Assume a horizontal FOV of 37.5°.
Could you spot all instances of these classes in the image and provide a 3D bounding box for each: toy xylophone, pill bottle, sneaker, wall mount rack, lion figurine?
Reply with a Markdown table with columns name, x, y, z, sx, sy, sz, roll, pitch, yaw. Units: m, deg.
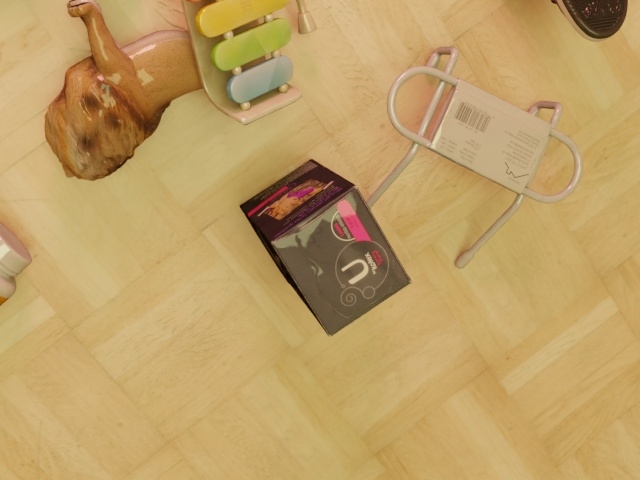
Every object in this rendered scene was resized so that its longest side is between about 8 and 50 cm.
| name | x | y | z | sx | sy | sz | roll | pitch | yaw |
| --- | --- | --- | --- | --- | --- | --- | --- | --- | --- |
| toy xylophone | -0.095 | -0.334 | 1.275 | 0.236 | 0.081 | 0.323 | -39 | 128 | -29 |
| pill bottle | -0.519 | 0.071 | 1.340 | 0.215 | 0.117 | 0.117 | -41 | 109 | -2 |
| sneaker | 0.344 | -0.402 | 1.411 | 0.123 | 0.178 | 0.296 | -16 | 77 | -10 |
| wall mount rack | 0.221 | -0.121 | 1.481 | 0.350 | 0.130 | 0.304 | 24 | 93 | -18 |
| lion figurine | -0.216 | -0.251 | 1.332 | 0.392 | 0.142 | 0.240 | -24 | 115 | -12 |

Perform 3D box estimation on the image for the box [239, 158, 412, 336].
| name | x | y | z | sx | sy | sz | roll | pitch | yaw |
| --- | --- | --- | --- | --- | --- | --- | --- | --- | --- |
| box | 0.000 | 0.000 | 1.371 | 0.143 | 0.270 | 0.165 | -33 | 109 | -4 |
